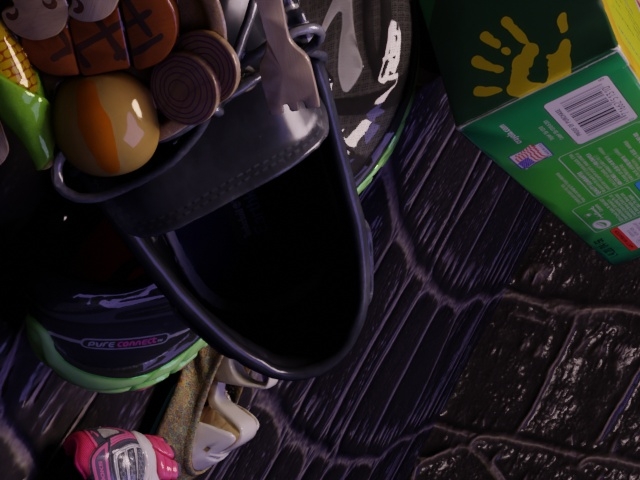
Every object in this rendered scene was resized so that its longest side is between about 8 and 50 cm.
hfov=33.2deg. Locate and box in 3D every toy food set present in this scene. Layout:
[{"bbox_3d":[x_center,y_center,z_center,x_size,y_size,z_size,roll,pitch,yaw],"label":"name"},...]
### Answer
[{"bbox_3d":[-0.106,-0.093,0.525,0.038,0.192,0.132,-88,166,-58],"label":"toy food set"}]

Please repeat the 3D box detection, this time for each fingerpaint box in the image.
[{"bbox_3d":[0.251,-0.218,1.133,0.445,0.163,0.371,28,43,-54],"label":"fingerpaint box"}]

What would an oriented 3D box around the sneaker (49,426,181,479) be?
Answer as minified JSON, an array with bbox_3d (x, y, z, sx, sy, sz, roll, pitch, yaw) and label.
[{"bbox_3d":[-0.258,0.316,1.066,0.112,0.121,0.299,23,94,-40],"label":"sneaker"}]

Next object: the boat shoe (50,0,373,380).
[{"bbox_3d":[-0.077,-0.092,0.639,0.187,0.156,0.500,-25,135,-3],"label":"boat shoe"}]

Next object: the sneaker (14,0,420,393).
[{"bbox_3d":[-0.069,-0.086,0.907,0.483,0.185,0.202,-55,159,-19],"label":"sneaker"}]

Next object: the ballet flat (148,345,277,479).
[{"bbox_3d":[-0.108,0.162,1.211,0.123,0.123,0.348,-12,125,-65],"label":"ballet flat"}]

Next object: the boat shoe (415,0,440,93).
[{"bbox_3d":[0.111,-0.271,1.274,0.104,0.111,0.307,-34,-163,42],"label":"boat shoe"}]
